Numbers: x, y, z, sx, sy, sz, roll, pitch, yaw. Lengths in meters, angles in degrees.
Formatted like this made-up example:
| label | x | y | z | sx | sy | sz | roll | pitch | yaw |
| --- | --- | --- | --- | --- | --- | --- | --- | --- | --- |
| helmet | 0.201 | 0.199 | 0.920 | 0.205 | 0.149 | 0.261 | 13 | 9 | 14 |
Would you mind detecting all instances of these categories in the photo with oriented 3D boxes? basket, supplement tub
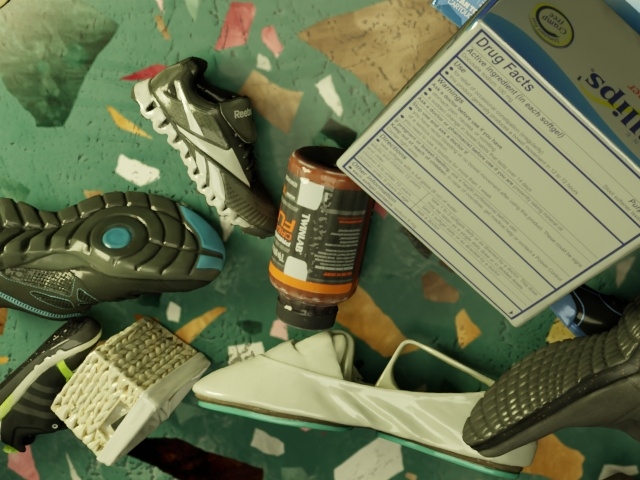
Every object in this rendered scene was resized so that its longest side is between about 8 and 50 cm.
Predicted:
| label | x | y | z | sx | sy | sz | roll | pitch | yaw |
| --- | --- | --- | --- | --- | --- | --- | --- | --- | --- |
| basket | -0.225 | 0.173 | 1.653 | 0.103 | 0.167 | 0.113 | 41 | 112 | 4 |
| supplement tub | 0.000 | 0.000 | 1.575 | 0.106 | 0.106 | 0.198 | 14 | 109 | 10 |

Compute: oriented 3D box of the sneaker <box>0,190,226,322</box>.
| label | x | y | z | sx | sy | sz | roll | pitch | yaw |
| --- | --- | --- | --- | --- | --- | --- | --- | --- | --- |
| sneaker | -0.275 | 0.025 | 1.665 | 0.341 | 0.125 | 0.139 | 4 | 135 | 10 |

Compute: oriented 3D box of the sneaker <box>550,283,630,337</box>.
| label | x | y | z | sx | sy | sz | roll | pitch | yaw |
| --- | --- | --- | --- | --- | --- | --- | --- | --- | --- |
| sneaker | 0.352 | 0.101 | 1.536 | 0.232 | 0.081 | 0.090 | 39 | 109 | -7 |

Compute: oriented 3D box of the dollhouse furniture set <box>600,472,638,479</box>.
| label | x | y | z | sx | sy | sz | roll | pitch | yaw |
| --- | --- | --- | --- | --- | --- | --- | --- | --- | --- |
| dollhouse furniture set | 0.389 | 0.410 | 1.596 | 0.242 | 0.161 | 0.212 | 29 | 101 | 24 |

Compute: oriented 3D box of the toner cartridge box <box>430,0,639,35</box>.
| label | x | y | z | sx | sy | sz | roll | pitch | yaw |
| --- | --- | --- | --- | --- | --- | --- | --- | --- | --- |
| toner cartridge box | 0.302 | -0.207 | 1.453 | 0.348 | 0.075 | 0.165 | 38 | 110 | 1 |

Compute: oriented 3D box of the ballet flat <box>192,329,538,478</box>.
| label | x | y | z | sx | sy | sz | roll | pitch | yaw |
| --- | --- | --- | --- | --- | --- | --- | --- | --- | --- |
| ballet flat | 0.057 | 0.170 | 1.615 | 0.400 | 0.139 | 0.139 | 12 | 109 | 6 |

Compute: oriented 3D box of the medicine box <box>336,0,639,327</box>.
| label | x | y | z | sx | sy | sz | roll | pitch | yaw |
| --- | --- | --- | --- | --- | --- | --- | --- | --- | --- |
| medicine box | 0.208 | -0.094 | 1.404 | 0.263 | 0.149 | 0.289 | 42 | 141 | -4 |

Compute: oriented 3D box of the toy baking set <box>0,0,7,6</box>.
| label | x | y | z | sx | sy | sz | roll | pitch | yaw |
| --- | --- | --- | --- | --- | --- | --- | --- | --- | --- |
| toy baking set | -0.503 | -0.296 | 1.651 | 0.256 | 0.030 | 0.197 | 29 | 111 | 4 |

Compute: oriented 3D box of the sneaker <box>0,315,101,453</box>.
| label | x | y | z | sx | sy | sz | roll | pitch | yaw |
| --- | --- | --- | --- | --- | --- | --- | --- | --- | --- |
| sneaker | -0.330 | 0.184 | 1.735 | 0.097 | 0.084 | 0.234 | 45 | 119 | -10 |

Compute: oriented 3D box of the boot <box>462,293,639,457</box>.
| label | x | y | z | sx | sy | sz | roll | pitch | yaw |
| --- | --- | --- | --- | --- | --- | --- | --- | --- | --- |
| boot | 0.337 | 0.195 | 1.476 | 0.338 | 0.118 | 0.223 | -32 | 109 | 25 |

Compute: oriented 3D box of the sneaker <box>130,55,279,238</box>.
| label | x | y | z | sx | sy | sz | roll | pitch | yaw |
| --- | --- | --- | --- | --- | --- | --- | --- | --- | --- |
| sneaker | -0.108 | -0.110 | 1.583 | 0.106 | 0.078 | 0.234 | -37 | 93 | 23 |
